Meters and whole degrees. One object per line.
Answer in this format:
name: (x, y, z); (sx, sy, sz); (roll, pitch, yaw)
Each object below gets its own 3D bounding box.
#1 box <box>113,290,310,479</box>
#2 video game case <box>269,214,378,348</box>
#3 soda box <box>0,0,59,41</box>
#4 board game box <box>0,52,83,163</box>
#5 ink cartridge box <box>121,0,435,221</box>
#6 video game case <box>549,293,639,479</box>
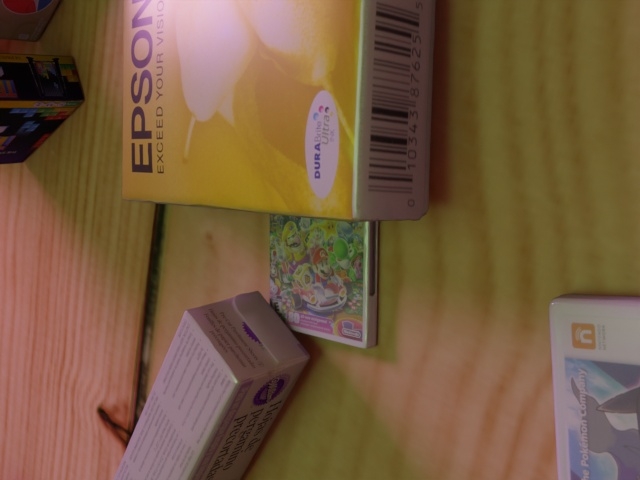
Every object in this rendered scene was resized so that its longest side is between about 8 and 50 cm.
box: (-0.106, 0.176, 0.574); (0.067, 0.063, 0.324); (46, 127, 28)
video game case: (0.000, 0.000, 0.491); (0.087, 0.011, 0.122); (8, 101, 44)
soda box: (-0.244, -0.249, 0.665); (0.181, 0.061, 0.058); (-38, 69, 41)
board game box: (-0.315, -0.109, 0.678); (0.141, 0.170, 0.048); (-28, 77, 44)
ink cartridge box: (-0.064, -0.171, 0.488); (0.307, 0.072, 0.303); (5, 97, 43)
video game case: (0.183, 0.125, 0.317); (0.183, 0.023, 0.201); (-1, 95, 45)
